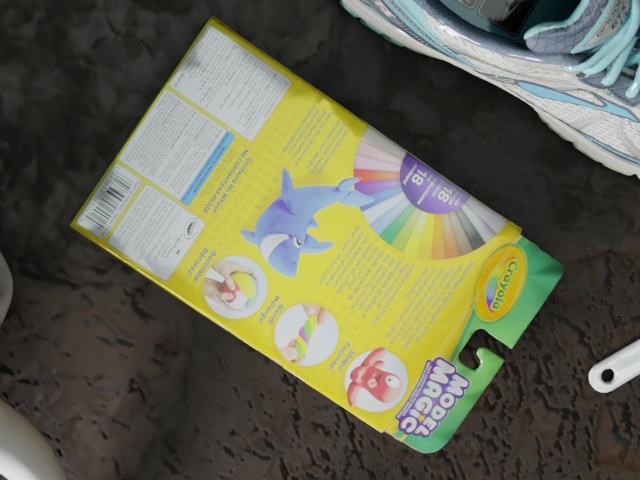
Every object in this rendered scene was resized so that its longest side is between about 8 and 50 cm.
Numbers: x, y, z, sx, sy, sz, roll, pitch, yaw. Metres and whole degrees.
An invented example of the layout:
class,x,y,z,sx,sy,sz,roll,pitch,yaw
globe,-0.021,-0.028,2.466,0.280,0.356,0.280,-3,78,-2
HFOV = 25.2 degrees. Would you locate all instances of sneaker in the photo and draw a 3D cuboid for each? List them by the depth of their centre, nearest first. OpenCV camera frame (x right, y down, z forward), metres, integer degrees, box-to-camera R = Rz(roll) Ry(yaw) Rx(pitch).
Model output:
class,x,y,z,sx,sy,sz,roll,pitch,yaw
sneaker,0.133,-0.098,0.700,0.283,0.122,0.110,19,95,-6

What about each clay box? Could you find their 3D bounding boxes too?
class,x,y,z,sx,sy,sz,roll,pitch,yaw
clay box,0.000,0.000,0.736,0.222,0.053,0.127,35,93,-8

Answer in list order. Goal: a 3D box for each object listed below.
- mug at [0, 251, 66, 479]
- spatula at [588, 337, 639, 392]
class,x,y,z,sx,sy,sz,roll,pitch,yaw
mug,-0.290,0.120,0.636,0.374,0.276,0.328,24,102,-27
spatula,0.283,0.068,0.781,0.242,0.019,0.168,-32,98,0
